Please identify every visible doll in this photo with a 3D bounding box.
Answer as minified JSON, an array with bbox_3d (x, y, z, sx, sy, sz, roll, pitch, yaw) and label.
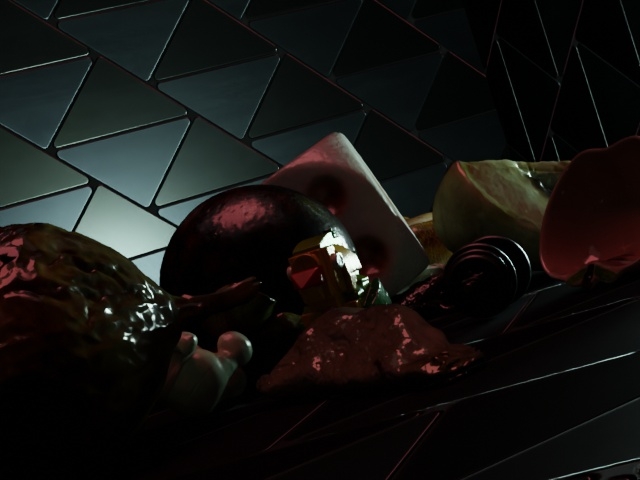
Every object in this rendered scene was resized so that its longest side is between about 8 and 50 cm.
[{"bbox_3d":[0.151,0.090,1.919,0.165,0.057,0.139,-22,2,17],"label":"doll"},{"bbox_3d":[-0.216,0.130,1.574,0.155,0.275,0.113,121,172,-49],"label":"doll"},{"bbox_3d":[0.028,0.075,1.538,0.106,0.186,0.134,-16,30,30],"label":"doll"}]

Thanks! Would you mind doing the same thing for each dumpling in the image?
[{"bbox_3d":[0.068,0.109,1.386,0.166,0.086,0.332,-22,7,-37],"label":"dumpling"}]

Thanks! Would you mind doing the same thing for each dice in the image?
[{"bbox_3d":[0.000,0.000,2.021,0.251,0.259,0.243,-35,0,6],"label":"dice"}]

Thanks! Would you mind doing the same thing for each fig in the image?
[{"bbox_3d":[-0.234,0.091,1.413,0.368,0.286,0.286,-24,3,-23],"label":"fig"}]

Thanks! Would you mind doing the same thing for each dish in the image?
[{"bbox_3d":[0.383,-0.020,1.649,0.090,0.213,0.213,21,-22,-32],"label":"dish"}]

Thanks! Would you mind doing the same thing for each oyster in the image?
[{"bbox_3d":[0.140,0.087,2.054,0.177,0.056,0.105,-30,-7,-7],"label":"oyster"}]

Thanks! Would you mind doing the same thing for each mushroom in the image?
[{"bbox_3d":[0.160,0.028,2.266,0.253,0.153,0.253,-18,-2,-1],"label":"mushroom"},{"bbox_3d":[0.328,-0.006,1.992,0.292,0.212,0.217,-12,-40,-28],"label":"mushroom"}]

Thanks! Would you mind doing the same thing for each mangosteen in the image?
[{"bbox_3d":[-0.082,0.064,1.746,0.288,0.288,0.288,-18,1,0],"label":"mangosteen"}]

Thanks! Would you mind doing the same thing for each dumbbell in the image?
[{"bbox_3d":[0.219,0.046,1.695,0.099,0.099,0.208,-17,1,22],"label":"dumbbell"}]

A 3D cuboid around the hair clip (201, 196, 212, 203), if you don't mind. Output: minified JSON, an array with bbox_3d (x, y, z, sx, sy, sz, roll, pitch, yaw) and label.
[{"bbox_3d":[-0.192,0.098,1.894,0.359,0.110,0.095,-56,-27,-6],"label":"hair clip"}]

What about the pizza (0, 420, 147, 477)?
[{"bbox_3d":[-0.371,0.245,1.620,0.289,0.081,0.228,-15,2,28],"label":"pizza"}]
